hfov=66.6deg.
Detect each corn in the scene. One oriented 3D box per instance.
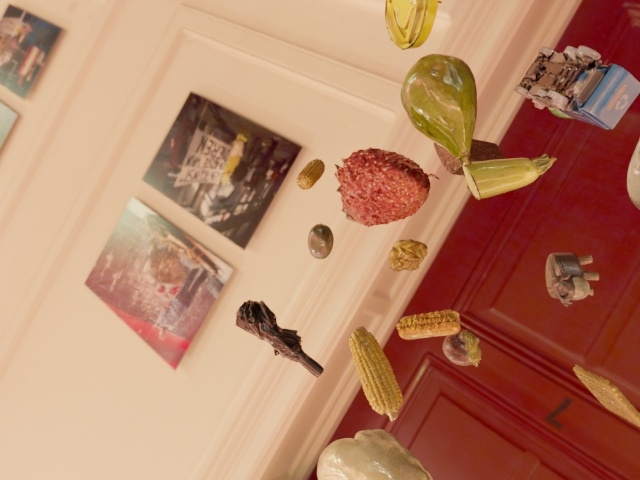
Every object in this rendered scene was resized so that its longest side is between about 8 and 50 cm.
[{"bbox_3d":[-0.032,-0.231,1.694,0.068,0.068,0.207,30,-148,0],"label":"corn"},{"bbox_3d":[0.199,0.481,1.771,0.347,0.130,0.130,67,-167,13],"label":"corn"}]

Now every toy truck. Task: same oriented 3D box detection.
[{"bbox_3d":[0.646,-0.395,1.252,0.175,0.146,0.367,27,-159,-11],"label":"toy truck"}]

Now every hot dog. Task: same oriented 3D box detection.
[{"bbox_3d":[0.272,0.213,1.235,0.164,0.071,0.045,-13,126,27],"label":"hot dog"}]

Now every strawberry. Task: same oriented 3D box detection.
[{"bbox_3d":[0.228,-0.175,1.600,0.343,0.293,0.292,6,165,42],"label":"strawberry"}]

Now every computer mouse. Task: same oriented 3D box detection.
[{"bbox_3d":[1.062,-0.190,1.525,0.188,0.121,0.371,39,164,40],"label":"computer mouse"}]

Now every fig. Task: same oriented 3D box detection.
[{"bbox_3d":[0.349,-0.384,1.452,0.232,0.315,0.233,4,-174,0],"label":"fig"}]

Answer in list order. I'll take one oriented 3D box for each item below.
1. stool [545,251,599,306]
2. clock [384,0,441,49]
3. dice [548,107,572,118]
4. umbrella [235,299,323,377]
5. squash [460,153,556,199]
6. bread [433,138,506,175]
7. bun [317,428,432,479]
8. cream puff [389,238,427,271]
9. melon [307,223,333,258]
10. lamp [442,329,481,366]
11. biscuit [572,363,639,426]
[{"bbox_3d":[0.664,0.102,1.289,0.121,0.125,0.217,1,-165,13],"label":"stool"},{"bbox_3d":[0.269,-0.701,1.395,0.071,0.278,0.293,-8,162,-15],"label":"clock"},{"bbox_3d":[0.815,-0.478,1.574,0.128,0.131,0.120,10,141,16],"label":"dice"},{"bbox_3d":[-0.128,0.317,1.563,0.340,0.118,0.118,39,-176,11],"label":"umbrella"},{"bbox_3d":[0.602,-0.201,1.565,0.287,0.138,0.137,-2,166,27],"label":"squash"},{"bbox_3d":[0.657,-0.354,2.103,0.416,0.113,0.165,-1,-121,-43],"label":"bread"},{"bbox_3d":[0.168,0.671,1.327,0.365,0.366,0.219,31,-134,30],"label":"bun"},{"bbox_3d":[0.333,0.063,1.858,0.146,0.117,0.146,8,160,3],"label":"cream puff"},{"bbox_3d":[0.000,0.000,2.126,0.114,0.168,0.114,3,-162,-1],"label":"melon"},{"bbox_3d":[0.584,0.433,1.998,0.157,0.135,0.156,11,-151,13],"label":"lamp"},{"bbox_3d":[0.879,0.475,1.493,0.172,0.029,0.254,49,-178,6],"label":"biscuit"}]
